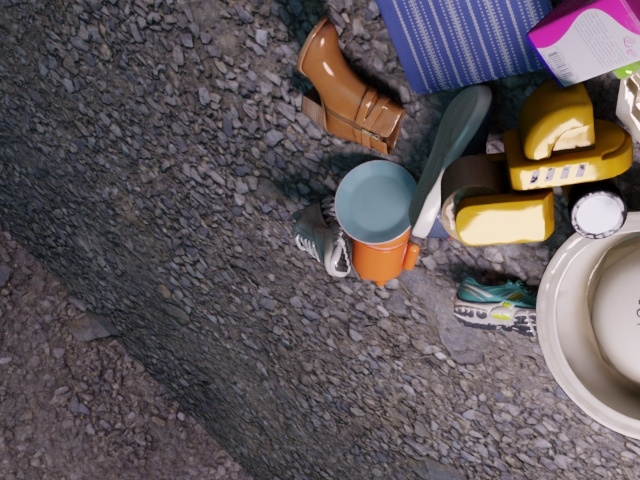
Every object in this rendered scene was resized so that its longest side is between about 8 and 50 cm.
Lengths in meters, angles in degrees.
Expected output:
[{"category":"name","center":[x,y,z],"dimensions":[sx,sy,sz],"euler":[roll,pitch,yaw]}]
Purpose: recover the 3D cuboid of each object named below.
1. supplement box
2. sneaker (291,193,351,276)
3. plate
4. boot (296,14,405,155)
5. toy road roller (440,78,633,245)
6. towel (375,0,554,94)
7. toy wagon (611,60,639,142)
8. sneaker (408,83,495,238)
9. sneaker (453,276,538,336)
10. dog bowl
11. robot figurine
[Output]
[{"category":"supplement box","center":[0.439,-0.330,1.371],"dimensions":[0.111,0.114,0.220],"euler":[52,161,-12]},{"category":"sneaker","center":[0.000,0.000,2.011],"dimensions":[0.118,0.292,0.110],"euler":[-12,117,-1]},{"category":"plate","center":[0.123,-0.081,1.931],"dimensions":[0.188,0.188,0.024],"euler":[27,176,20]},{"category":"boot","center":[0.065,-0.300,1.794],"dimensions":[0.220,0.109,0.283],"euler":[30,144,18]},{"category":"toy road roller","center":[0.362,-0.141,1.538],"dimensions":[0.330,0.202,0.240],"euler":[-7,118,10]},{"category":"towel","center":[0.259,-0.394,1.593],"dimensions":[0.336,0.040,0.243],"euler":[-4,122,42]},{"category":"toy wagon","center":[0.627,-0.228,1.367],"dimensions":[0.267,0.068,0.344],"euler":[45,144,-13]},{"category":"sneaker","center":[0.293,-0.144,1.752],"dimensions":[0.148,0.131,0.350],"euler":[12,131,-10]},{"category":"sneaker","center":[0.422,0.133,1.904],"dimensions":[0.276,0.109,0.107],"euler":[9,152,14]},{"category":"dog bowl","center":[0.600,0.142,1.590],"dimensions":[0.408,0.150,0.407],"euler":[7,101,42]},{"category":"robot figurine","center":[0.133,0.004,2.021],"dimensions":[0.219,0.128,0.158],"euler":[94,155,-47]}]
